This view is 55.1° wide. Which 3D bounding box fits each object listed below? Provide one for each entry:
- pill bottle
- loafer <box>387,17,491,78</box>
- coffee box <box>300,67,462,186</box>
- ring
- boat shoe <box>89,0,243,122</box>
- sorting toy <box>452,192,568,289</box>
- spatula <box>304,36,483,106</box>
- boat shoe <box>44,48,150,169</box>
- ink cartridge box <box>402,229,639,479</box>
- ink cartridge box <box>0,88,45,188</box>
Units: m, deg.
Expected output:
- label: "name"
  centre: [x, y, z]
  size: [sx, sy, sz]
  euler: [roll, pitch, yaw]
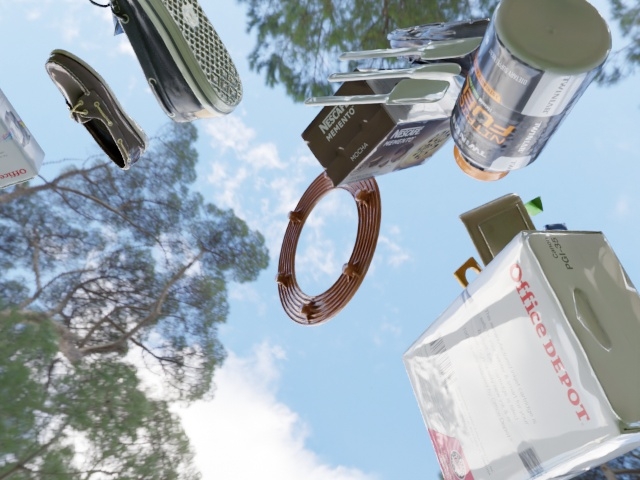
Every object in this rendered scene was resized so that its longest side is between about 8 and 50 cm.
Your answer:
- label: "pill bottle"
  centre: [0.236, -0.171, 0.749]
  size: [0.130, 0.246, 0.131]
  euler: [2, -117, -4]
- label: "loafer"
  centre: [0.196, -0.320, 1.048]
  size: [0.109, 0.302, 0.095]
  euler: [-15, -70, -13]
- label: "coffee box"
  centre: [0.131, -0.209, 1.096]
  size: [0.168, 0.297, 0.119]
  euler: [-43, -106, 39]
- label: "ring"
  centre: [0.000, 0.000, 1.200]
  size: [0.032, 0.336, 0.337]
  euler: [19, -104, -30]
- label: "boat shoe"
  centre: [-0.323, -0.441, 1.125]
  size: [0.155, 0.187, 0.501]
  euler: [-18, -71, 30]
- label: "sorting toy"
  centre: [0.374, 0.014, 1.241]
  size: [0.347, 0.047, 0.196]
  euler: [-21, -101, -33]
- label: "spatula"
  centre: [0.095, -0.242, 0.889]
  size: [0.241, 0.019, 0.168]
  euler: [8, -127, 37]
- label: "boat shoe"
  centre: [-0.557, -0.317, 1.513]
  size: [0.116, 0.324, 0.097]
  euler: [-3, -133, 35]
- label: "ink cartridge box"
  centre: [0.223, 0.150, 0.664]
  size: [0.117, 0.283, 0.207]
  euler: [-1, -124, -24]
- label: "ink cartridge box"
  centre: [-0.575, -0.177, 1.038]
  size: [0.127, 0.175, 0.072]
  euler: [-16, -139, 4]
